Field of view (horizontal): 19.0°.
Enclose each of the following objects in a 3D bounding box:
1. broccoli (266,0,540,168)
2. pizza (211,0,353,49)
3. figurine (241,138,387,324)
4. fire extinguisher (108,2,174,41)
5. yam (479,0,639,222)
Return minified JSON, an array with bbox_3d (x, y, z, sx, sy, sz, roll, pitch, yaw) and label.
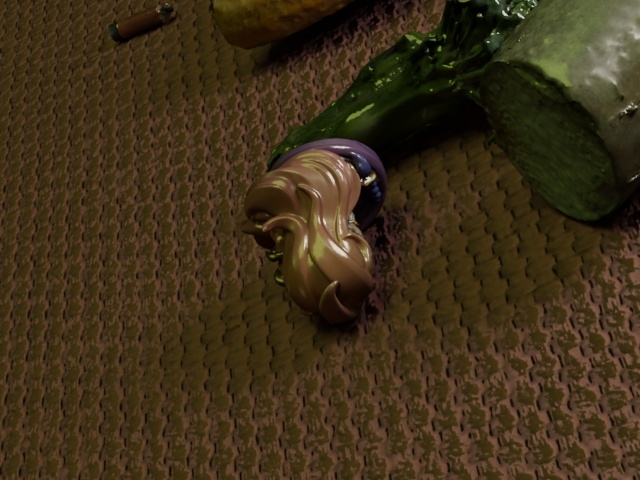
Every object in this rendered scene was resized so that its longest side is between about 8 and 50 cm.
[{"bbox_3d":[0.078,-0.132,1.611,0.304,0.145,0.165,-36,25,23],"label":"broccoli"},{"bbox_3d":[0.052,-0.338,1.913,0.409,0.114,0.278,-40,32,-9],"label":"pizza"},{"bbox_3d":[-0.007,-0.008,1.522,0.126,0.114,0.157,-33,29,33],"label":"figurine"},{"bbox_3d":[-0.194,-0.242,2.101,0.083,0.022,0.028,-19,-2,24],"label":"fire extinguisher"},{"bbox_3d":[0.245,-0.155,1.444,0.268,0.161,0.161,-48,34,-18],"label":"yam"}]
